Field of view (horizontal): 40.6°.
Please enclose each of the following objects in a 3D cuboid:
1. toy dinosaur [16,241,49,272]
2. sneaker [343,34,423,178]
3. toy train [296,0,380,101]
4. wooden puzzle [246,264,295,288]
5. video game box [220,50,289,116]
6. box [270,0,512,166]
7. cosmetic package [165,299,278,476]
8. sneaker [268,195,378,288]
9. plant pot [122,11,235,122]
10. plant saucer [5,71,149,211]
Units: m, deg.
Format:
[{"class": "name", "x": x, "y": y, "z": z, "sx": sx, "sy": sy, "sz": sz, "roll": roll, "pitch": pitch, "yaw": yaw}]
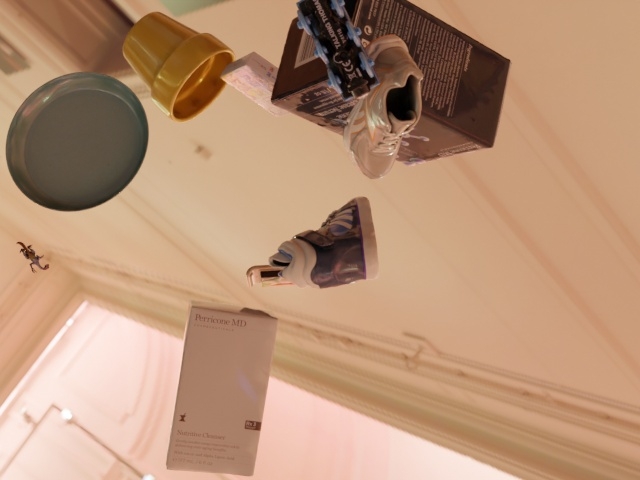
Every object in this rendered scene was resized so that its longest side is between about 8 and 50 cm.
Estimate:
[{"class": "toy dinosaur", "x": -0.752, "y": 0.044, "z": 2.284, "sx": 0.047, "sy": 0.082, "sz": 0.090, "roll": -34, "pitch": -132, "yaw": -7}, {"class": "sneaker", "x": 0.107, "y": -0.193, "z": 1.410, "sx": 0.099, "sy": 0.262, "sz": 0.121, "roll": -14, "pitch": -135, "yaw": -18}, {"class": "toy train", "x": 0.027, "y": -0.301, "z": 1.313, "sx": 0.080, "sy": 0.184, "sz": 0.105, "roll": -26, "pitch": -170, "yaw": 12}, {"class": "wooden puzzle", "x": -0.081, "y": 0.095, "z": 2.350, "sx": 0.239, "sy": 0.044, "sz": 0.221, "roll": -8, "pitch": 168, "yaw": -4}, {"class": "video game box", "x": -0.134, "y": -0.380, "z": 2.132, "sx": 0.048, "sy": 0.187, "sz": 0.205, "roll": -64, "pitch": -157, "yaw": -10}, {"class": "box", "x": 0.148, "y": -0.337, "z": 1.835, "sx": 0.294, "sy": 0.396, "sz": 0.211, "roll": -8, "pitch": -114, "yaw": 58}, {"class": "cosmetic package", "x": -0.237, "y": 0.346, "z": 2.064, "sx": 0.156, "sy": 0.217, "sz": 0.384, "roll": -152, "pitch": -111, "yaw": -80}, {"class": "sneaker", "x": 0.000, "y": 0.001, "z": 1.922, "sx": 0.237, "sy": 0.130, "sz": 0.322, "roll": -6, "pitch": -153, "yaw": 0}, {"class": "plant pot", "x": -0.403, "y": -0.494, "z": 2.378, "sx": 0.254, "sy": 0.239, "sz": 0.254, "roll": -46, "pitch": 170, "yaw": -11}, {"class": "plant saucer", "x": -0.516, "y": -0.209, "z": 1.859, "sx": 0.317, "sy": 0.318, "sz": 0.043, "roll": -49, "pitch": 166, "yaw": -5}]
